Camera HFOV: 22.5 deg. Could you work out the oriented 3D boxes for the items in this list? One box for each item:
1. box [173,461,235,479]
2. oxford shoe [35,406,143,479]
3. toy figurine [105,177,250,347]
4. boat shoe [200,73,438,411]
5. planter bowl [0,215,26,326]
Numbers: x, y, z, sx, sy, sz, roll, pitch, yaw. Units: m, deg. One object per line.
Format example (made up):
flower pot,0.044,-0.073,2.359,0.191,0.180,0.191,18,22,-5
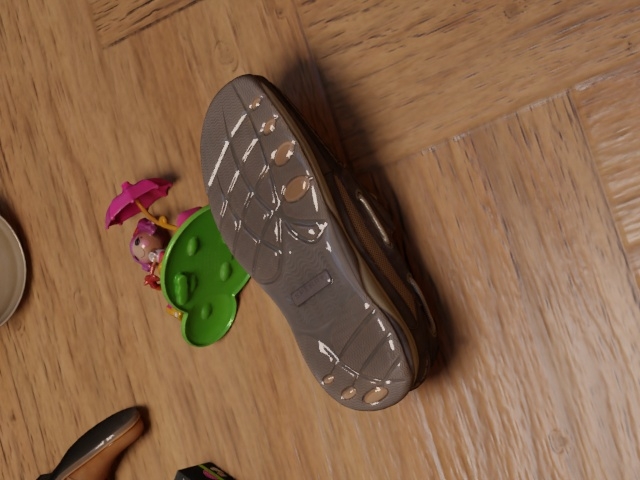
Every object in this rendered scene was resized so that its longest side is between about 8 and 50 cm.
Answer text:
box,-0.113,0.279,1.693,0.083,0.062,0.052,31,107,25
oxford shoe,-0.258,0.265,1.785,0.076,0.076,0.212,42,111,-9
toy figurine,-0.162,0.005,1.711,0.159,0.130,0.173,33,131,39
boat shoe,0.000,0.000,1.590,0.132,0.130,0.355,-30,82,30
planter bowl,-0.432,0.040,1.833,0.109,0.162,0.162,-16,82,56
